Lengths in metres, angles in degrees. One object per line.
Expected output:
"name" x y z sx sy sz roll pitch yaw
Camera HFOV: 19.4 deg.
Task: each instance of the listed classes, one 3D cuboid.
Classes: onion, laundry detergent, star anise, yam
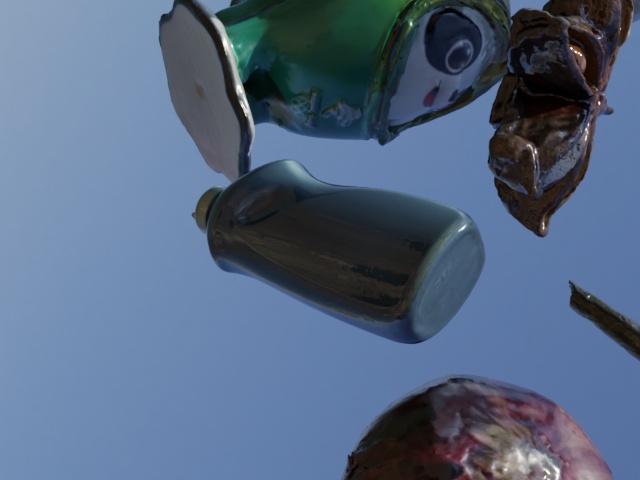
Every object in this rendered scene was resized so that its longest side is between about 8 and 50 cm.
"onion" 0.120 0.232 1.545 0.219 0.252 0.252 -37 -154 46
"laundry detergent" 0.000 0.001 1.213 0.206 0.061 0.096 17 -117 34
"star anise" 0.190 -0.126 1.562 0.220 0.099 0.214 -63 154 -22
"yam" 0.271 0.082 1.672 0.027 0.129 0.033 -48 160 -22

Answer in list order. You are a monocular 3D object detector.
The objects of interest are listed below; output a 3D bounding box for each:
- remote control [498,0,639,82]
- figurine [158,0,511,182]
"remote control" 0.306 -0.250 2.130 0.377 0.044 0.107 -25 170 -22
"figurine" 0.030 -0.205 1.834 0.231 0.340 0.323 57 -24 27
